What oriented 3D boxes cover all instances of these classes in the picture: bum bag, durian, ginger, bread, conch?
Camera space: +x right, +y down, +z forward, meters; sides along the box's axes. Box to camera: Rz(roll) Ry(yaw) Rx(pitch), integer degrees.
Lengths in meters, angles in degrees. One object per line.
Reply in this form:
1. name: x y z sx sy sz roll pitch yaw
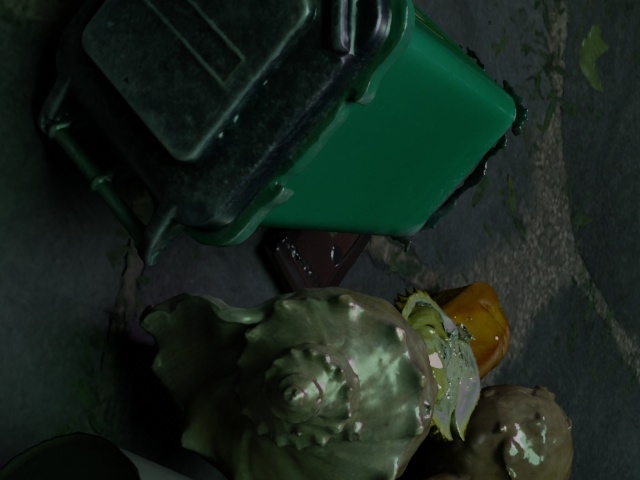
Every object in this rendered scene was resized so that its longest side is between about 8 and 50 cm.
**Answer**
1. bum bag: 0.000 0.000 1.472 0.159 0.026 0.109 -56 130 -42
2. durian: 0.102 0.118 1.433 0.146 0.102 0.208 65 28 -7
3. ginger: 0.149 0.298 1.511 0.155 0.244 0.304 37 49 4
4. bread: 0.124 0.123 1.565 0.245 0.094 0.102 -28 105 -47
5. conch: -0.036 0.137 1.246 0.324 0.263 0.186 91 21 -72

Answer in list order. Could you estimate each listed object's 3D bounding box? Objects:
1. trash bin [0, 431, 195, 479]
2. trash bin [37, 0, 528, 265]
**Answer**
1. trash bin: -0.083 0.347 1.168 0.432 0.280 0.280 37 62 -41
2. trash bin: -0.016 -0.123 1.244 0.295 0.259 0.381 -49 151 15
